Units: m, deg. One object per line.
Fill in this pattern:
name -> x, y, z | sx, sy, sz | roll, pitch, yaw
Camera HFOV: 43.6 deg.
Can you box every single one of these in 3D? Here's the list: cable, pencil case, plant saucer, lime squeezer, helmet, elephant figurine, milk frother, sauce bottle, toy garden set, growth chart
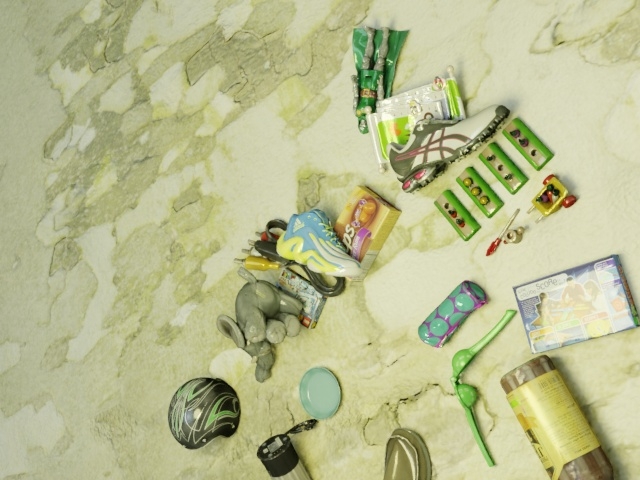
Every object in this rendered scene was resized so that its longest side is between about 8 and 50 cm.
cable -> -0.056, 0.044, 1.871 | 0.287, 0.072, 0.139 | 23, 61, 20
pencil case -> 0.265, 0.150, 1.608 | 0.151, 0.064, 0.070 | -52, 44, 24
plant saucer -> 0.003, 0.347, 1.826 | 0.119, 0.021, 0.119 | -3, 86, 38
lime squeezer -> 0.310, 0.283, 1.586 | 0.110, 0.059, 0.310 | 7, 91, 7
helmet -> -0.292, 0.421, 1.960 | 0.169, 0.161, 0.169 | -2, 87, 38
elephant figurine -> -0.156, 0.203, 1.859 | 0.239, 0.169, 0.186 | 136, 143, -54
milk frother -> -0.052, 0.494, 1.822 | 0.143, 0.129, 0.134 | -24, 110, 6
sauce bottle -> 0.445, 0.378, 1.430 | 0.111, 0.111, 0.344 | -39, 64, 30
toy garden set -> 0.354, -0.085, 1.560 | 0.244, 0.049, 0.204 | -49, 61, 25
growth chart -> 0.201, -0.242, 1.681 | 0.237, 0.021, 0.172 | -19, 92, 31

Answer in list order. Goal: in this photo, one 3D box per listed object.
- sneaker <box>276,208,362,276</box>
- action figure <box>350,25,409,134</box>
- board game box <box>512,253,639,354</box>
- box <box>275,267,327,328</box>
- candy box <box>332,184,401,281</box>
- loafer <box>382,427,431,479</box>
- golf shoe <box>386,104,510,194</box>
sneaker -> 0.000, 0.000, 1.737 | 0.240, 0.091, 0.126 | 17, 98, 39
action figure -> 0.112, -0.348, 1.754 | 0.137, 0.063, 0.232 | 11, 98, 34
board game box -> 0.467, 0.119, 1.473 | 0.201, 0.035, 0.136 | -22, 75, 35
box -> -0.051, 0.134, 1.874 | 0.137, 0.027, 0.094 | 32, 106, 34
candy box -> 0.085, -0.015, 1.761 | 0.109, 0.053, 0.186 | 40, 110, 32
loafer -> 0.170, 0.515, 1.649 | 0.094, 0.087, 0.251 | -7, 84, 37
golf shoe -> 0.245, -0.202, 1.594 | 0.273, 0.105, 0.120 | -35, 87, 32
